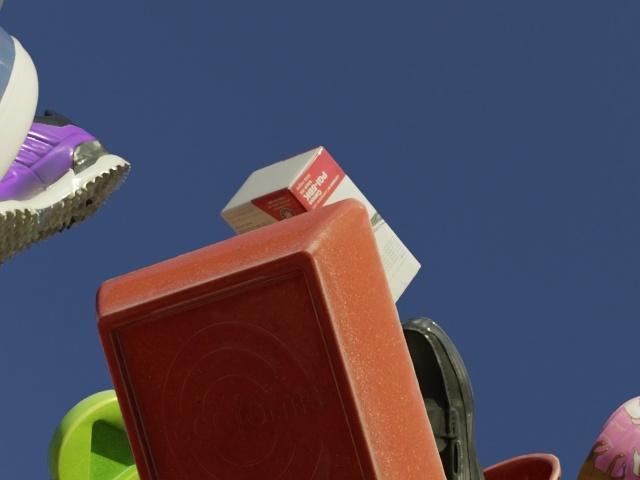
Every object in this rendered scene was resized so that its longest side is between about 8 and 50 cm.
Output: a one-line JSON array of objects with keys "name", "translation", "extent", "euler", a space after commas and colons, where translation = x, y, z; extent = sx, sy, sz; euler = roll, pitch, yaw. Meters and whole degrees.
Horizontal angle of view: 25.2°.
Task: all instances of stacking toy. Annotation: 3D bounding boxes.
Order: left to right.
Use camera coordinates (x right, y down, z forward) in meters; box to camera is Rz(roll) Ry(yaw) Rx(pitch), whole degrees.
[{"name": "stacking toy", "translation": [-0.168, 0.219, 1.527], "extent": [0.130, 0.309, 0.279], "euler": [25, -32, 50]}]

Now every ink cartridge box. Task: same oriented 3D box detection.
[{"name": "ink cartridge box", "translation": [0.000, 0.000, 1.167], "extent": [0.135, 0.056, 0.099], "euler": [49, -36, -18]}]

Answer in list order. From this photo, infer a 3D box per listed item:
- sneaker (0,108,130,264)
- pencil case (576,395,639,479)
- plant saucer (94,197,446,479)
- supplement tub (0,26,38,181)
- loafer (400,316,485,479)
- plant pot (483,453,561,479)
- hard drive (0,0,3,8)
[{"name": "sneaker", "translation": [-0.333, -0.063, 1.433], "extent": [0.146, 0.293, 0.102], "euler": [46, -57, 10]}, {"name": "pencil case", "translation": [0.431, 0.290, 1.399], "extent": [0.160, 0.386, 0.167], "euler": [-55, -45, -4]}, {"name": "plant saucer", "translation": [-0.050, 0.127, 1.044], "extent": [0.258, 0.048, 0.259], "euler": [-18, -95, 31]}, {"name": "supplement tub", "translation": [-0.364, -0.129, 0.911], "extent": [0.228, 0.228, 0.316], "euler": [-33, -57, 23]}, {"name": "loafer", "translation": [0.109, 0.187, 1.392], "extent": [0.076, 0.078, 0.223], "euler": [-7, -82, 40]}, {"name": "plant pot", "translation": [0.207, 0.417, 1.554], "extent": [0.272, 0.272, 0.265], "euler": [-30, -87, 23]}, {"name": "hard drive", "translation": [-0.375, -0.293, 1.359], "extent": [0.172, 0.054, 0.254], "euler": [21, -76, -3]}]
